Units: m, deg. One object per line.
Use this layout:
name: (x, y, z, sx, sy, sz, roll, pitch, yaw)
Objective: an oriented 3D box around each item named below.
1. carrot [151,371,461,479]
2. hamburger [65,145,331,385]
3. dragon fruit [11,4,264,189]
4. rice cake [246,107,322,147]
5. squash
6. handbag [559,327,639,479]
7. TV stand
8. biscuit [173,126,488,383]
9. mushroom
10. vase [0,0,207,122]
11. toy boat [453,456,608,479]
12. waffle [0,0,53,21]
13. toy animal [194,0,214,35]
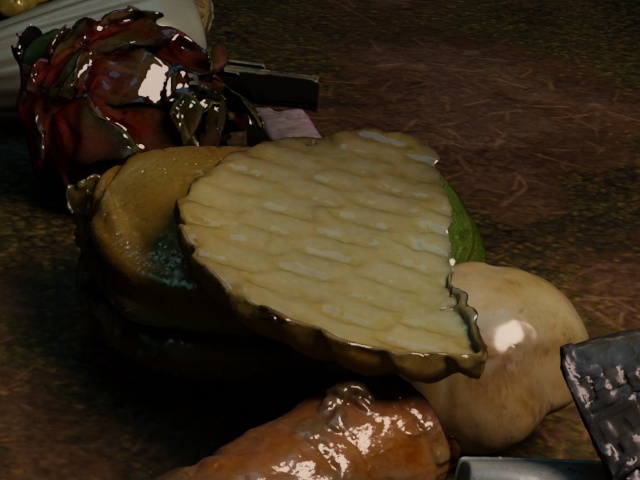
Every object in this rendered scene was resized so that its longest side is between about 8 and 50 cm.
carrot: (-0.046, 0.154, 0.865, 0.263, 0.102, 0.102, -21, 36, -36)
hamburger: (-0.069, 0.025, 1.082, 0.189, 0.122, 0.215, -10, 34, -29)
dragon fruit: (-0.159, -0.106, 1.292, 0.182, 0.182, 0.188, -8, 15, -26)
rice cake: (0.004, -0.023, 1.265, 0.056, 0.072, 0.365, -4, 24, -14)
squash: (0.081, -0.010, 1.248, 0.077, 0.068, 0.219, -30, 28, 1)
handbag: (0.251, 0.143, 0.822, 0.175, 0.088, 0.270, -20, 63, -16)
TV stand: (-0.124, -0.162, 1.567, 0.249, 0.036, 0.042, 8, 24, 4)
biscuit: (0.000, 0.000, 0.989, 0.187, 0.036, 0.273, 8, 31, -5)
mushroom: (0.102, 0.075, 1.021, 0.148, 0.112, 0.148, 2, 26, -1)
vase: (-0.234, -0.166, 1.459, 0.248, 0.128, 0.128, -13, 30, -16)
toy boat: (0.201, 0.167, 0.894, 0.260, 0.078, 0.085, 8, -9, -3)
waffle: (-0.323, -0.240, 1.597, 0.291, 0.051, 0.291, -13, 14, 3)
toy animal: (-0.178, -0.245, 1.659, 0.137, 0.098, 0.098, 6, 17, -47)
